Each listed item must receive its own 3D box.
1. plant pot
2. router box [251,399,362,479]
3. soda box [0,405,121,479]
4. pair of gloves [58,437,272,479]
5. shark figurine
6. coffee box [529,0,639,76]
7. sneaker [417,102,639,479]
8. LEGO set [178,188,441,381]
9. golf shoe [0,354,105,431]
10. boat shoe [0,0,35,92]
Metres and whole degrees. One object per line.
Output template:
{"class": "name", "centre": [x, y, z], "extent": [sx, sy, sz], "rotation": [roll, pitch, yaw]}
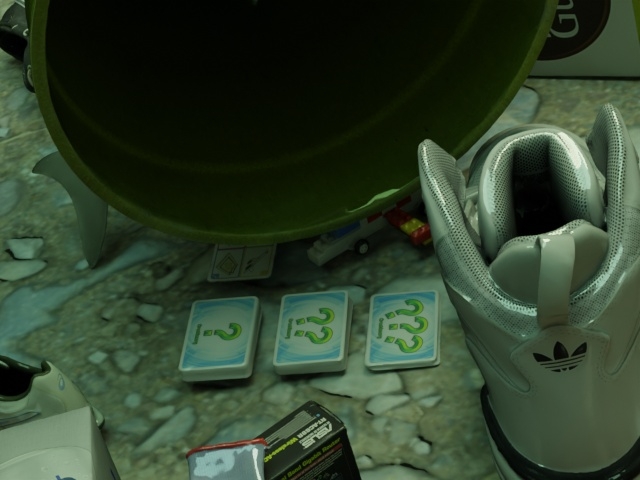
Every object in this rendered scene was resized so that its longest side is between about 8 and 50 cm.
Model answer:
{"class": "plant pot", "centre": [-0.066, -0.249, 1.174], "extent": [0.367, 0.366, 0.353], "rotation": [-22, 45, -7]}
{"class": "router box", "centre": [-0.031, 0.165, 0.956], "extent": [0.122, 0.092, 0.038], "rotation": [-33, 39, -22]}
{"class": "soda box", "centre": [-0.154, 0.228, 0.917], "extent": [0.091, 0.098, 0.286], "rotation": [-15, 36, 2]}
{"class": "pair of gloves", "centre": [-0.089, 0.174, 0.869], "extent": [0.198, 0.023, 0.159], "rotation": [-10, 38, 1]}
{"class": "shark figurine", "centre": [-0.101, -0.101, 1.336], "extent": [0.166, 0.116, 0.278], "rotation": [-33, 13, 39]}
{"class": "coffee box", "centre": [0.274, -0.359, 1.318], "extent": [0.334, 0.337, 0.338], "rotation": [4, 41, 27]}
{"class": "sneaker", "centre": [0.143, -0.015, 1.024], "extent": [0.137, 0.210, 0.365], "rotation": [-10, 36, 8]}
{"class": "LEGO set", "centre": [0.000, 0.000, 1.193], "extent": [0.183, 0.060, 0.244], "rotation": [-4, 37, 10]}
{"class": "golf shoe", "centre": [-0.235, 0.103, 1.123], "extent": [0.176, 0.086, 0.069], "rotation": [0, 41, 24]}
{"class": "boat shoe", "centre": [-0.241, -0.165, 1.491], "extent": [0.076, 0.080, 0.228], "rotation": [-43, 44, -6]}
